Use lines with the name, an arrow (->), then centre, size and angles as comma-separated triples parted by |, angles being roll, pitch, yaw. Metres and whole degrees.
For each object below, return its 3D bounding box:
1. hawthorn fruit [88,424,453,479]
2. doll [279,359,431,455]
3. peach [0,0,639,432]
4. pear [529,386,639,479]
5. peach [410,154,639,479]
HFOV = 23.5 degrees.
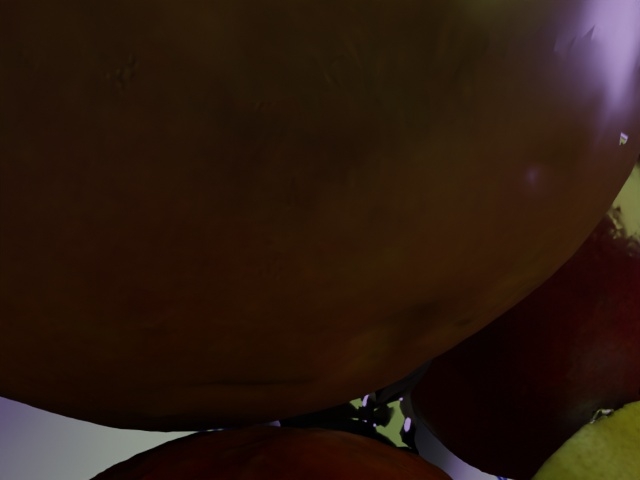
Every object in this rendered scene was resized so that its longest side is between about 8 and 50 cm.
hawthorn fruit -> -0.013, 0.149, 0.465 | 0.253, 0.205, 0.205 | 61, 12, -67
doll -> 0.002, 0.001, 0.865 | 0.182, 0.117, 0.257 | 42, 30, -56
peach -> -0.055, -0.105, 0.531 | 0.343, 0.302, 0.342 | 167, -90, -69
pear -> 0.211, 0.233, 0.908 | 0.178, 0.267, 0.267 | 27, -8, 35
peach -> 0.129, 0.045, 1.068 | 0.258, 0.201, 0.361 | 45, -21, 44
